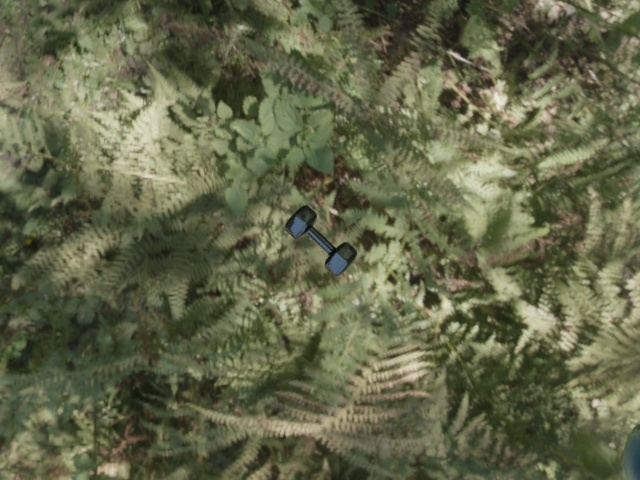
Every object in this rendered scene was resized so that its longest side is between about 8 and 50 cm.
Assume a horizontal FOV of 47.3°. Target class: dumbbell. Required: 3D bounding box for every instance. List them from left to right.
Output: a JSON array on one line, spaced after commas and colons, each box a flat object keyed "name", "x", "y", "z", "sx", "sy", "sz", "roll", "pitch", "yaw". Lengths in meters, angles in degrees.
[{"name": "dumbbell", "x": 0.000, "y": 0.000, "z": 0.787, "sx": 0.083, "sy": 0.036, "sz": 0.040, "roll": 43, "pitch": 113, "yaw": 6}]

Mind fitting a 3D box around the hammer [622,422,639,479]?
[{"name": "hammer", "x": 0.248, "y": 0.187, "z": 0.480, "sx": 0.116, "sy": 0.069, "sz": 0.193, "roll": -5, "pitch": 127, "yaw": -5}]
